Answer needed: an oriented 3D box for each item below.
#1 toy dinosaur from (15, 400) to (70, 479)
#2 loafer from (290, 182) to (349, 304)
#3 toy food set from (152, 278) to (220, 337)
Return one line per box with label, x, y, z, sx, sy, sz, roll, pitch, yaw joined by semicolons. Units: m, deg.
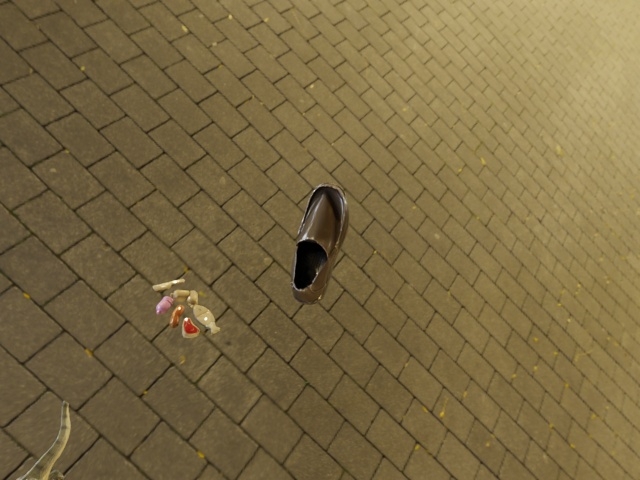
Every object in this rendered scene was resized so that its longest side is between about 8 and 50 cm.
toy dinosaur;-0.476;0.419;0.673;0.064;0.118;0.268;2;39;16
loafer;0.000;0.000;0.696;0.080;0.078;0.219;8;79;9
toy food set;-0.230;0.119;0.682;0.078;0.019;0.122;-13;51;-43
